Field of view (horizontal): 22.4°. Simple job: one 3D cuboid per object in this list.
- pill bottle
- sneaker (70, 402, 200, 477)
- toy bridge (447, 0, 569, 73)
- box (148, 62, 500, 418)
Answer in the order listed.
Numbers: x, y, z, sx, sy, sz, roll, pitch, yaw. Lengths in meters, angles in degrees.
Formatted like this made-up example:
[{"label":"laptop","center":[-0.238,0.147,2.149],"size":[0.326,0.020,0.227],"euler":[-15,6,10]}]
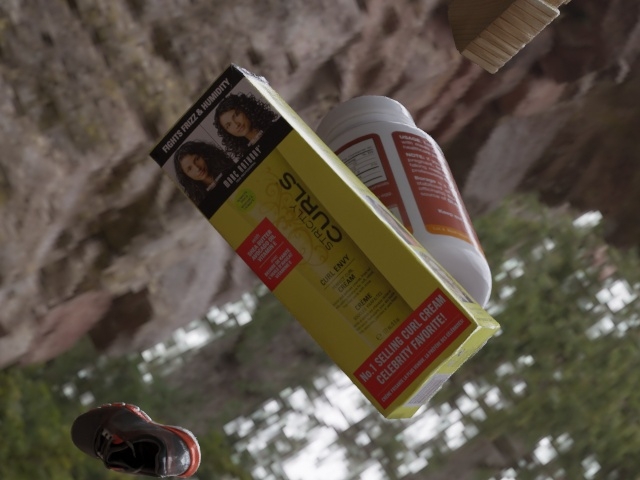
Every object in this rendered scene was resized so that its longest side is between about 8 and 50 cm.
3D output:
[{"label":"pill bottle","center":[0.058,-0.021,1.340],"size":[0.216,0.121,0.121],"euler":[-106,-156,-47]},{"label":"sneaker","center":[-0.190,0.193,1.545],"size":[0.158,0.065,0.061],"euler":[5,-83,37]},{"label":"toy bridge","center":[0.003,-0.108,0.432],"size":[0.063,0.188,0.026],"euler":[-42,-142,32]},{"label":"box","center":[0.000,0.000,1.008],"size":[0.087,0.058,0.232],"euler":[-45,-107,11]}]
